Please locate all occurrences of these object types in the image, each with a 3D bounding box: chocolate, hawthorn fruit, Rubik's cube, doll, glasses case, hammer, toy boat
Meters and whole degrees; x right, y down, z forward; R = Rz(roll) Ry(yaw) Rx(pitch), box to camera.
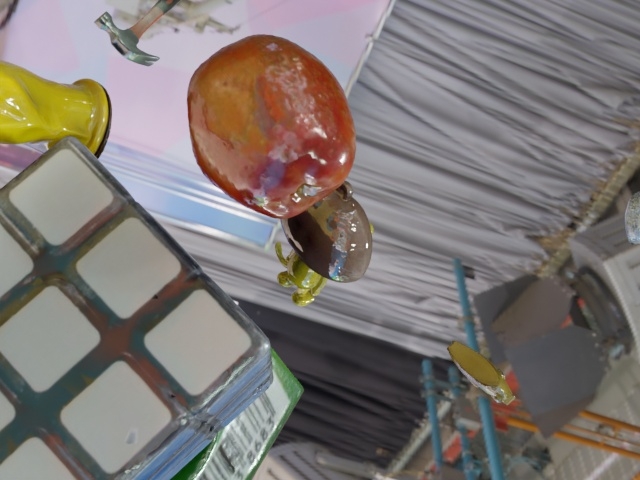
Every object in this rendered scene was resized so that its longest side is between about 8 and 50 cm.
[{"bbox_3d":[-0.259,0.283,1.212,0.360,0.341,0.161,-56,149,-37],"label":"chocolate"},{"bbox_3d":[-0.038,-0.084,0.610,0.138,0.132,0.133,56,-45,32],"label":"hawthorn fruit"},{"bbox_3d":[-0.252,0.127,0.847,0.301,0.304,0.305,-42,171,-13],"label":"Rubik's cube"},{"bbox_3d":[-0.005,-0.006,0.971,0.188,0.096,0.145,-33,-104,54],"label":"doll"},{"bbox_3d":[0.719,-0.058,1.687,0.067,0.282,0.109,7,-77,36],"label":"glasses case"},{"bbox_3d":[-0.280,-0.396,1.350,0.033,0.111,0.288,-22,-151,34],"label":"hammer"},{"bbox_3d":[0.272,0.223,1.330,0.047,0.049,0.149,-43,-134,-5],"label":"toy boat"}]

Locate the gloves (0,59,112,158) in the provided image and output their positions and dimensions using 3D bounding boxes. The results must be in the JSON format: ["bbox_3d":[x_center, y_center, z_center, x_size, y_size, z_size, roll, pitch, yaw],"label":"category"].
[{"bbox_3d":[-0.378,-0.158,0.826,0.133,0.294,0.116,5,-96,40],"label":"gloves"}]
